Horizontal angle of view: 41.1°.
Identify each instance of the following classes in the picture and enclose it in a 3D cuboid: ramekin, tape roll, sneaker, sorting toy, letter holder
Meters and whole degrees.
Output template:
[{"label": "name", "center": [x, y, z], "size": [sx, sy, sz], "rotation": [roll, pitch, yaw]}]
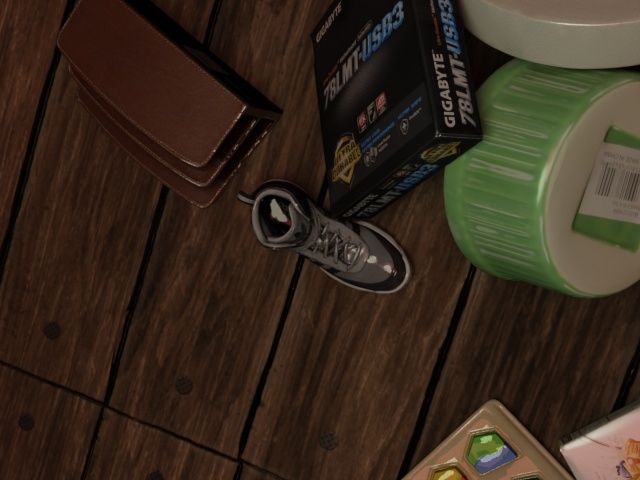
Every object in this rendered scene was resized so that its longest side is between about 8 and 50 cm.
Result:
[{"label": "ramekin", "center": [0.315, -0.075, 1.044], "size": [0.148, 0.304, 0.303], "rotation": [27, 103, 55]}, {"label": "tape roll", "center": [0.340, -0.367, 1.042], "size": [0.392, 0.072, 0.391], "rotation": [-7, 52, 9]}, {"label": "sneaker", "center": [0.000, 0.000, 1.218], "size": [0.269, 0.153, 0.101], "rotation": [31, 100, 12]}, {"label": "sorting toy", "center": [0.244, 0.363, 1.230], "size": [0.208, 0.038, 0.193], "rotation": [-45, 82, 13]}, {"label": "letter holder", "center": [-0.252, -0.206, 1.279], "size": [0.302, 0.152, 0.214], "rotation": [41, 104, 10]}]

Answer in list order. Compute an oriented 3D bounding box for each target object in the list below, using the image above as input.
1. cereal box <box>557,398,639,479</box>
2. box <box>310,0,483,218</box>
[{"label": "cereal box", "center": [0.469, 0.297, 1.153], "size": [0.240, 0.047, 0.173], "rotation": [-31, 86, 9]}, {"label": "box", "center": [0.081, -0.209, 1.095], "size": [0.074, 0.295, 0.293], "rotation": [-1, 74, -24]}]
